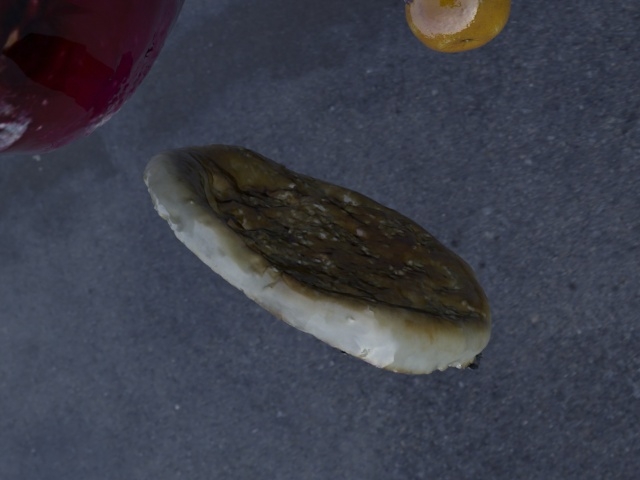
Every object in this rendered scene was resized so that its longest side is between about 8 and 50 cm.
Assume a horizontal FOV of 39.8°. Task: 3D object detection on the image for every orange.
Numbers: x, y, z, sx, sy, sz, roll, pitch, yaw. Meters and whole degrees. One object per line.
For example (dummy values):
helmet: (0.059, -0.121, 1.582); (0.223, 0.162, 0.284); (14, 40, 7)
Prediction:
orange: (0.204, -0.355, 1.315); (0.159, 0.159, 0.136); (-21, 75, 45)

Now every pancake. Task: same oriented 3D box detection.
pancake: (0.000, 0.001, 0.638); (0.282, 0.282, 0.049); (37, 112, 29)

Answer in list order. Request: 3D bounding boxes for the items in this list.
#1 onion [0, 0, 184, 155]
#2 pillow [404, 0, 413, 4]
onion: (-0.302, -0.165, 0.570); (0.398, 0.398, 0.420); (47, 115, 22)
pillow: (0.110, -0.370, 1.059); (0.043, 0.185, 0.118); (26, 83, 24)
